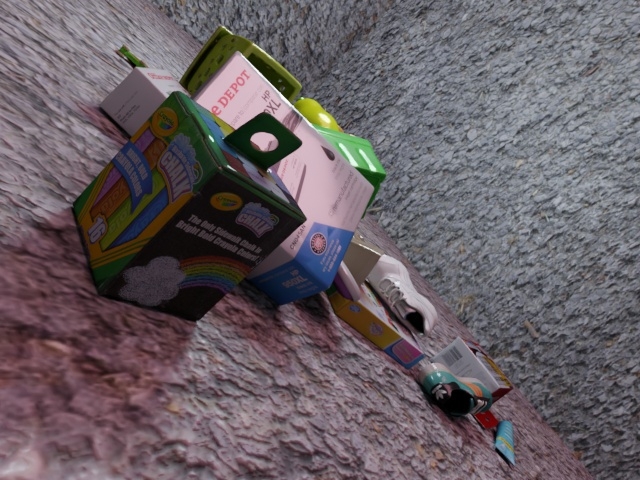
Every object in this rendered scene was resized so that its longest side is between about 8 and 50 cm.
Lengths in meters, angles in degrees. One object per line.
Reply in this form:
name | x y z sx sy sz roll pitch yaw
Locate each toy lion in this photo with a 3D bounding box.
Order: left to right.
toy lion | -0.548 -0.534 1.548 0.100 0.034 0.096 42 6 -21

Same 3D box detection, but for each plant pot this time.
plant pot | -0.229 -0.421 1.406 0.207 0.228 0.227 47 12 34
plant pot | 0.099 0.052 1.398 0.096 0.109 0.109 35 10 6

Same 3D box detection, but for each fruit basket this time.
fruit basket | -0.023 -0.257 1.601 0.392 0.282 0.392 23 22 -10

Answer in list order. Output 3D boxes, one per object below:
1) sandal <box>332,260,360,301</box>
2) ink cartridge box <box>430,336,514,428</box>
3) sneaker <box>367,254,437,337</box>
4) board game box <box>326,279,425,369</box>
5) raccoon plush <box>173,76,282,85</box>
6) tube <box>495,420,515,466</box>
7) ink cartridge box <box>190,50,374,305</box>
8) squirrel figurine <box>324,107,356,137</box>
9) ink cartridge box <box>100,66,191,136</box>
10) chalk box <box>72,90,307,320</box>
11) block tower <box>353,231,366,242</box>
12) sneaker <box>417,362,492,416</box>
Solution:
sandal | -0.025 0.055 1.291 0.169 0.102 0.416 57 -8 -29
ink cartridge box | 0.547 0.486 1.784 0.271 0.130 0.309 54 13 28
sneaker | 0.229 0.155 1.501 0.297 0.111 0.129 46 17 1
board game box | 0.138 0.193 1.461 0.317 0.064 0.242 41 13 -29
raccoon plush | -0.291 -0.542 1.816 0.216 0.299 0.446 47 12 0
tube | 0.576 0.628 1.631 0.080 0.052 0.207 42 16 11
ink cartridge box | -0.118 -0.112 1.004 0.395 0.166 0.285 42 51 -21
squirrel figurine | -0.011 -0.305 1.920 0.371 0.281 0.396 6 -61 61
ink cartridge box | -0.310 -0.239 1.166 0.289 0.121 0.211 45 12 -11
chalk box | -0.156 -0.062 0.705 0.180 0.289 0.179 32 19 -53
block tower | 0.056 -0.013 1.793 0.335 0.097 0.091 33 18 -52
sneaker | 0.395 0.446 1.456 0.302 0.108 0.121 29 20 -33
